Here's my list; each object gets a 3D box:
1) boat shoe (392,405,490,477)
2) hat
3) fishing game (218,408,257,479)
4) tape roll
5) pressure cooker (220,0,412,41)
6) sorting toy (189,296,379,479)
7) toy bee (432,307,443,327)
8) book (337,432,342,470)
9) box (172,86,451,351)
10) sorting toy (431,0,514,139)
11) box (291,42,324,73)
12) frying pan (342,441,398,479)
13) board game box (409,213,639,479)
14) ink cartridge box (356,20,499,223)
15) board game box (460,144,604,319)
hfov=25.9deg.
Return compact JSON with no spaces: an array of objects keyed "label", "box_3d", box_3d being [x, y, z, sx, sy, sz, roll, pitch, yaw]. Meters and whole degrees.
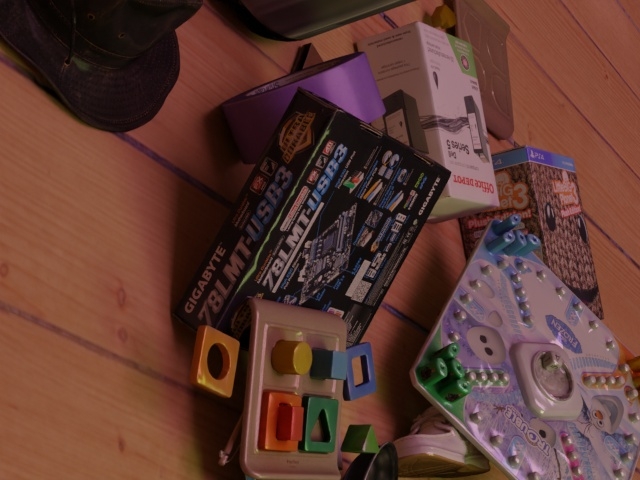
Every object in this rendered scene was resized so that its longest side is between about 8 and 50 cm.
[{"label":"boat shoe","box_3d":[0.159,0.277,1.929,0.277,0.098,0.096,27,54,-66]},{"label":"hat","box_3d":[-0.213,-0.286,1.474,0.331,0.134,0.331,36,47,-50]},{"label":"fishing game","box_3d":[-0.031,0.270,1.585,0.189,0.041,0.264,-60,140,-42]},{"label":"tape roll","box_3d":[-0.020,-0.163,1.702,0.189,0.189,0.080,-40,112,-59]},{"label":"pressure cooker","box_3d":[0.067,-0.473,1.759,0.375,0.420,0.370,48,40,-40]},{"label":"sorting toy","box_3d":[-0.018,0.168,1.541,0.347,0.047,0.196,15,73,-54]},{"label":"toy bee","box_3d":[0.263,0.231,2.096,0.298,0.162,0.195,43,25,1]},{"label":"book","box_3d":[-0.019,0.219,1.696,0.144,0.035,0.096,35,45,-51]},{"label":"box","box_3d":[0.000,0.000,1.618,0.293,0.073,0.295,20,99,-55]},{"label":"sorting toy","box_3d":[0.261,-0.330,2.448,0.307,0.041,0.229,29,58,-53]},{"label":"box","box_3d":[0.011,-0.149,1.928,0.201,0.021,0.164,55,35,-33]},{"label":"frying pan","box_3d":[0.042,0.404,1.697,0.197,0.053,0.326,12,89,-72]},{"label":"board game box","box_3d":[0.340,0.198,2.023,0.390,0.050,0.390,45,43,-10]},{"label":"ink cartridge box","box_3d":[0.167,-0.174,2.120,0.198,0.115,0.273,6,73,-60]},{"label":"board game box","box_3d":[0.351,0.005,2.342,0.232,0.141,0.291,4,75,-61]}]
